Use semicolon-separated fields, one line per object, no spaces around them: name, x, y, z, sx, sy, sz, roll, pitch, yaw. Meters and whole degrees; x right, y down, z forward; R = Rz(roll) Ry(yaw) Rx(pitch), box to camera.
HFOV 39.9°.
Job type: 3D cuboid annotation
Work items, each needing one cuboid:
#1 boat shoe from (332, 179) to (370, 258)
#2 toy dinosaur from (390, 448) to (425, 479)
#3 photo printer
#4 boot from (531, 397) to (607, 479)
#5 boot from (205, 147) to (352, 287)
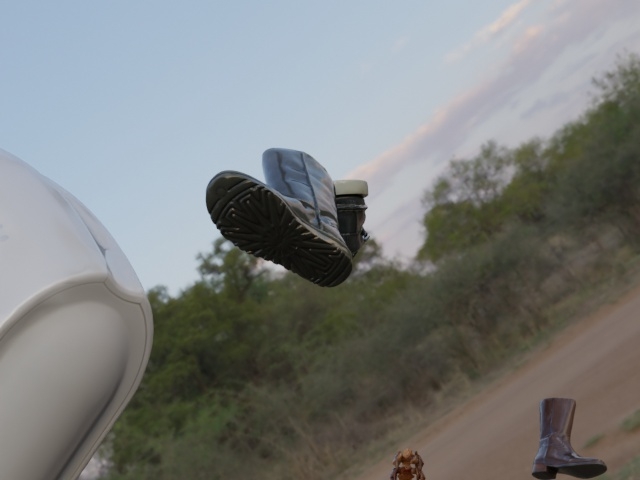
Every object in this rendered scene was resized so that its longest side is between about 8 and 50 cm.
boat shoe;0.004;0.000;1.278;0.127;0.113;0.340;-5;-8;-16
toy dinosaur;0.052;0.329;0.637;0.164;0.322;0.218;-19;-7;-3
photo printer;-0.236;0.088;0.450;0.307;0.256;0.107;-56;-40;-8
boot;0.320;0.245;1.125;0.106;0.037;0.114;-16;41;41
boot;-0.044;-0.054;0.954;0.076;0.190;0.208;-40;29;22
